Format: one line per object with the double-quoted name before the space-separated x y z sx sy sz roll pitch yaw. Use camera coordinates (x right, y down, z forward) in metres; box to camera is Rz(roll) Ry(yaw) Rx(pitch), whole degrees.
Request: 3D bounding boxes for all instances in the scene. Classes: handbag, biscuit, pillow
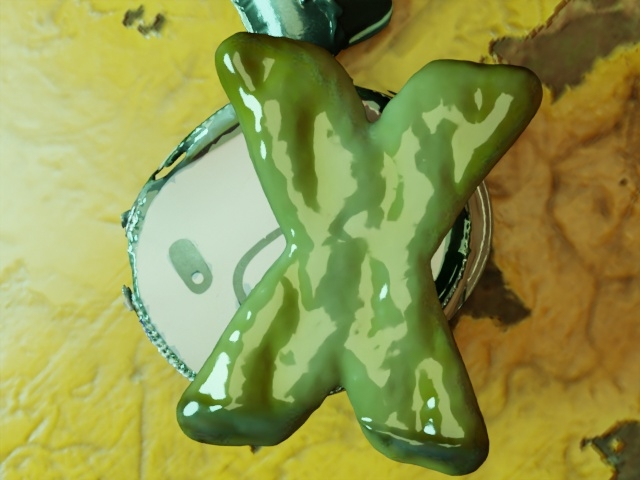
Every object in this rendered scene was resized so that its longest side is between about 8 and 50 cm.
"handbag" 0.000 0.000 0.632 0.205 0.116 0.179 -36 89 6
"biscuit" 0.017 0.007 0.550 0.164 0.047 0.208 7 92 -4
"pillow" -0.027 -0.160 0.656 0.091 0.055 0.136 -41 87 13
